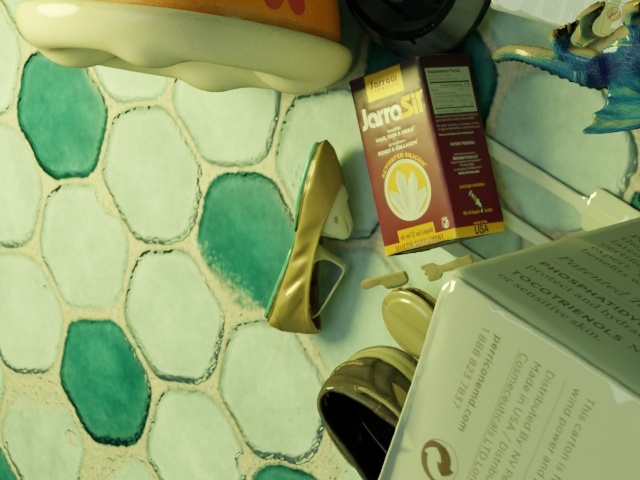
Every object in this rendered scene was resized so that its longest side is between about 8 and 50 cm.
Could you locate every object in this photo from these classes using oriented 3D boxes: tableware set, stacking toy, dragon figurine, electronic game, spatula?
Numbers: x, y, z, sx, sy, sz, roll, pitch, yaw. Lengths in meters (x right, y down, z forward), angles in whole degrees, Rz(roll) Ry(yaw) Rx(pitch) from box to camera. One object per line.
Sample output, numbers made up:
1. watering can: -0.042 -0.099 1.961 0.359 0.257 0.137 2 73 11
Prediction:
1. tableware set: 0.138 0.075 1.708 0.194 0.039 0.128 -17 105 54
2. stacking toy: -0.116 -0.402 1.697 0.350 0.350 0.480 8 92 39
3. dragon figurine: 0.281 -0.147 1.506 0.289 0.085 0.144 -14 103 37
4. electronic game: 0.095 -0.300 1.678 0.229 0.048 0.229 15 110 46
5. spatula: 0.217 0.002 1.654 0.242 0.019 0.168 34 120 31

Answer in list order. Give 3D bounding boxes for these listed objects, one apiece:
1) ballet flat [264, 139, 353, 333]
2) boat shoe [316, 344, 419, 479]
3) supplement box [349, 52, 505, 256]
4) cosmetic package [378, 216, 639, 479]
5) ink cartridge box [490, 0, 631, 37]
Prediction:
1. ballet flat: 0.000 0.000 1.818 0.073 0.080 0.232 19 116 7
2. boat shoe: 0.119 0.270 1.708 0.355 0.130 0.132 47 126 17
3. supplement box: 0.108 -0.087 1.678 0.104 0.081 0.188 -16 85 45
4. cosmetic package: 0.290 0.205 1.382 0.327 0.393 0.329 33 119 31
5. ink cartridge box: 0.263 -0.269 1.560 0.179 0.045 0.145 19 111 17
